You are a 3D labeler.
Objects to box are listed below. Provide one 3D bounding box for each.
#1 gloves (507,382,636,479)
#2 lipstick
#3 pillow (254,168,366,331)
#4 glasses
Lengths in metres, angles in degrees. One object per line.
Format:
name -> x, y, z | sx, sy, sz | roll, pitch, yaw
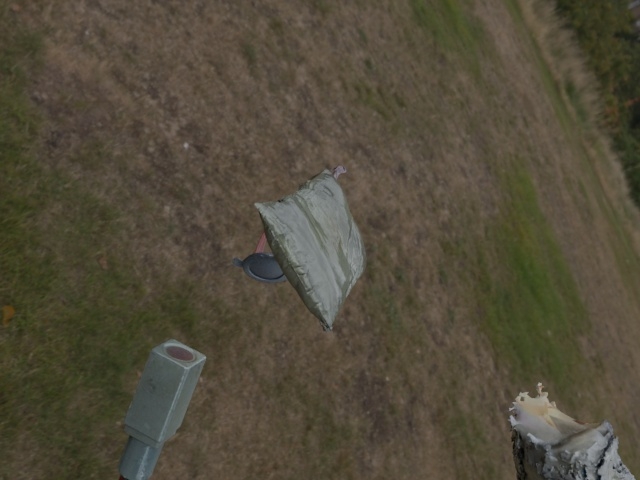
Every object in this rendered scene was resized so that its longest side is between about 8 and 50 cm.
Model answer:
gloves -> 0.211, 0.208, 0.495 | 0.070, 0.114, 0.153 | -34, 113, -18
lipstick -> -0.116, 0.132, 0.391 | 0.129, 0.030, 0.030 | -68, 169, 10
pillow -> 0.000, 0.000, 0.674 | 0.148, 0.050, 0.230 | 57, 23, -4
glasses -> -0.058, -0.053, 1.199 | 0.118, 0.234, 0.268 | 36, 36, -25
